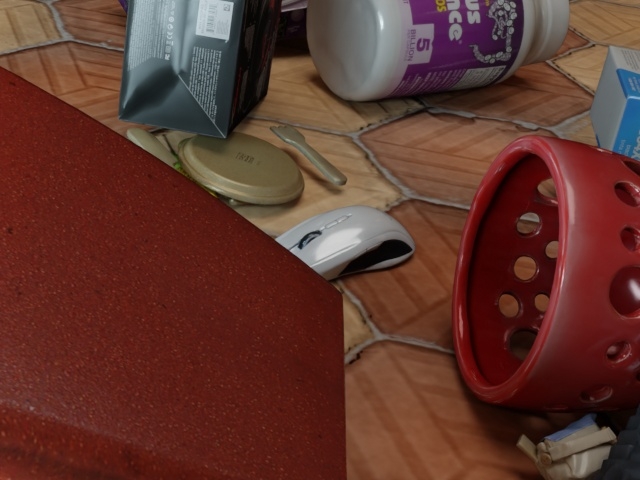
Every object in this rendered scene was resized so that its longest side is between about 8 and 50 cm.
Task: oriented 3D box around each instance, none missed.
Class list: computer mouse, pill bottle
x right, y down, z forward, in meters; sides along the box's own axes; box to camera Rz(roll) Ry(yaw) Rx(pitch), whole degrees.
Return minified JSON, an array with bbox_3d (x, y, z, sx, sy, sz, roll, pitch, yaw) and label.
[{"bbox_3d":[0.000,0.000,0.889,0.193,0.042,0.106,-15,36,-35],"label":"computer mouse"},{"bbox_3d":[0.149,-0.264,1.265,0.302,0.169,0.169,-12,35,-31],"label":"pill bottle"}]

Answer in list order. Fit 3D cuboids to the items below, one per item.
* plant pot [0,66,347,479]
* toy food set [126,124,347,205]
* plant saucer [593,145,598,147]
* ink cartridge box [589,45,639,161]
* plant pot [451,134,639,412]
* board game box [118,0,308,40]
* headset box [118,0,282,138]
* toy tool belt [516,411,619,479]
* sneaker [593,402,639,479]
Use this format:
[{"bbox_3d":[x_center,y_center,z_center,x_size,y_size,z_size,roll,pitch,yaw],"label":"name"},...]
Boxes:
[{"bbox_3d":[-0.126,0.101,0.481,0.236,0.267,0.267,17,28,-9],"label":"plant pot"},{"bbox_3d":[-0.078,-0.064,0.998,0.192,0.038,0.132,-7,38,-38],"label":"toy food set"},{"bbox_3d":[0.358,-0.041,1.053,0.188,0.045,0.188,-11,35,-31],"label":"plant saucer"},{"bbox_3d":[0.390,-0.121,1.067,0.203,0.085,0.148,11,30,2],"label":"ink cartridge box"},{"bbox_3d":[0.204,0.034,0.746,0.174,0.191,0.191,12,28,-13],"label":"plant pot"},{"bbox_3d":[-0.082,-0.330,1.366,0.347,0.056,0.208,-15,42,-21],"label":"board game box"},{"bbox_3d":[-0.106,-0.243,1.074,0.110,0.218,0.293,10,18,3],"label":"headset box"},{"bbox_3d":[0.171,0.134,0.691,0.083,0.052,0.051,-16,46,-38],"label":"toy tool belt"},{"bbox_3d":[0.279,0.104,0.616,0.131,0.319,0.112,40,-7,-9],"label":"sneaker"}]
